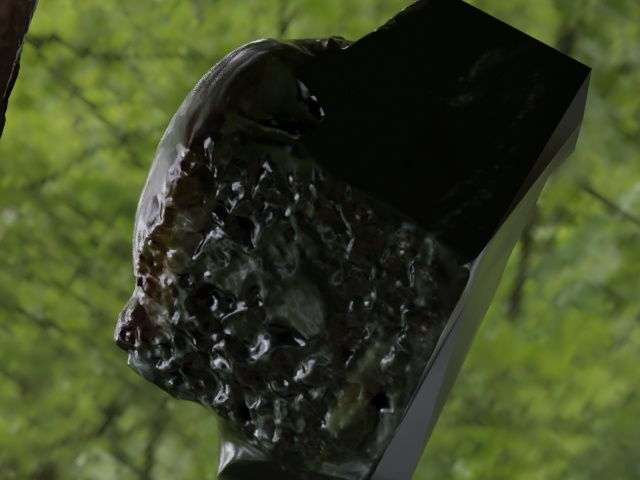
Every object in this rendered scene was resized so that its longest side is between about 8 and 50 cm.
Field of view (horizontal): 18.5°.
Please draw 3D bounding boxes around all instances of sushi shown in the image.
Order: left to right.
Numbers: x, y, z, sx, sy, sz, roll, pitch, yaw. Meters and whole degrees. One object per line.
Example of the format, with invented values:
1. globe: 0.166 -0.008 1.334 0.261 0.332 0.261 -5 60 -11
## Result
1. sushi: 0.000 0.000 1.103 0.215 0.212 0.227 -57 -10 -35

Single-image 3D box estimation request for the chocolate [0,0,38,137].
1. chocolate: -0.246 -0.086 0.949 0.100 0.185 0.303 59 -138 -62
